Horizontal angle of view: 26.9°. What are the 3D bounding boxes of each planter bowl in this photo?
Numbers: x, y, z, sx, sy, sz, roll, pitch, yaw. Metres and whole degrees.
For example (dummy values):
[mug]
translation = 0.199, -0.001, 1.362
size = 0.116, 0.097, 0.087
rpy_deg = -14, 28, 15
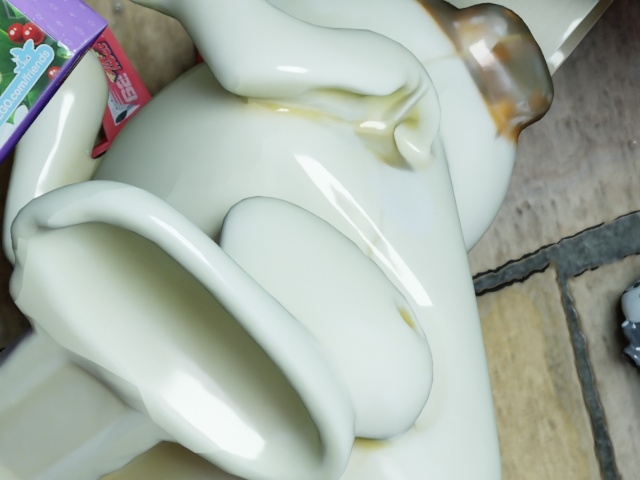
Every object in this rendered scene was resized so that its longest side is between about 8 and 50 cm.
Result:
[planter bowl]
translation = 0.127, -0.165, 0.917
size = 0.109, 0.162, 0.162
rpy_deg = 40, 75, 5

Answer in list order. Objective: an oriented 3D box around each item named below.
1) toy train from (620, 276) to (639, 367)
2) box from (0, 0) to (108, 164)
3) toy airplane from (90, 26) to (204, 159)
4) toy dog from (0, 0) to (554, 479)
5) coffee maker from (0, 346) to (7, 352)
[toy train]
translation = 0.368, 0.126, 1.051
size = 0.190, 0.142, 0.334
rpy_deg = -37, 107, -9
[box]
translation = -0.254, -0.041, 0.550
size = 0.201, 0.057, 0.293
rpy_deg = 40, 111, -9
[toy airplane]
translation = -0.101, -0.084, 0.871
size = 0.151, 0.028, 0.151
rpy_deg = -9, 109, -28
[toy dog]
translation = 0.000, 0.000, 0.730
size = 0.395, 0.284, 0.408
rpy_deg = 32, 42, -11
[coffee maker]
translation = -0.267, 0.113, 0.740
size = 0.171, 0.120, 0.178
rpy_deg = 7, 91, -56
